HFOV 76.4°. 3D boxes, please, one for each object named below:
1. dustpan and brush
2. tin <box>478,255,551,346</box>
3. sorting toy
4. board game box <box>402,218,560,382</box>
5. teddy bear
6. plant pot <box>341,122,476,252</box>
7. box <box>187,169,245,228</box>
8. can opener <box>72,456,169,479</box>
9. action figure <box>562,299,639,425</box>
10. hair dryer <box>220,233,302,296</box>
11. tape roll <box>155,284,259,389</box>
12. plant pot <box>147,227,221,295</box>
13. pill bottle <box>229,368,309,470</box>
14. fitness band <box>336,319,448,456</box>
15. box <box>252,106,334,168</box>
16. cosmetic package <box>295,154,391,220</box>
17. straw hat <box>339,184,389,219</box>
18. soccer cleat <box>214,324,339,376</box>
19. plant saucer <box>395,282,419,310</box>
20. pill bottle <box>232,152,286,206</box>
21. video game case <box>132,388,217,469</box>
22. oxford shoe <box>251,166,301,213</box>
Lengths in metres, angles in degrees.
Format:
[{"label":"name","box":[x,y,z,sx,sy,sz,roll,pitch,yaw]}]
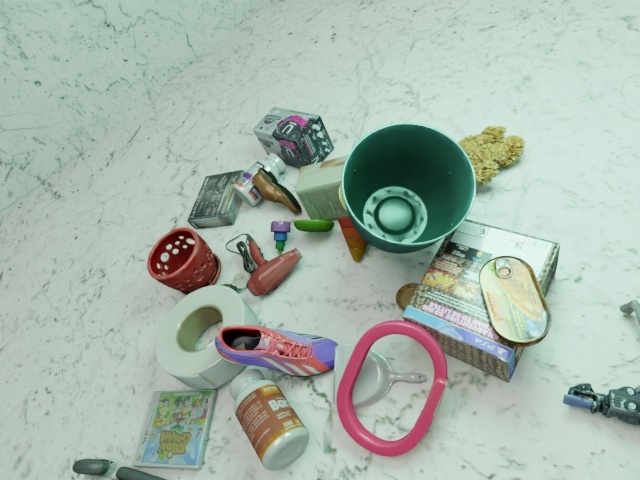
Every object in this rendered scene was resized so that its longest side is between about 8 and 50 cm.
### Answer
[{"label":"dustpan and brush","box":[0.138,0.320,0.959,0.211,0.060,0.147,-9,65,28]},{"label":"tin","box":[0.380,0.117,0.805,0.106,0.040,0.189,-11,53,13]},{"label":"sorting toy","box":[0.000,0.000,1.247,0.366,0.127,0.126,-1,86,29]},{"label":"board game box","box":[0.366,0.123,0.926,0.232,0.141,0.291,21,68,36]},{"label":"teddy bear","box":[0.417,-0.233,1.184,0.338,0.113,0.245,-19,48,13]},{"label":"plant pot","box":[0.196,-0.099,1.001,0.293,0.235,0.293,-1,74,2]},{"label":"box","box":[-0.389,-0.159,1.562,0.183,0.056,0.231,-5,55,22]},{"label":"can opener","box":[-0.516,0.613,1.031,0.283,0.095,0.076,-2,57,26]},{"label":"action figure","box":[0.619,0.234,0.705,0.341,0.178,0.330,0,47,23]},{"label":"hair dryer","box":[-0.194,0.064,1.268,0.294,0.080,0.223,-3,68,22]},{"label":"tape roll","box":[-0.324,0.273,1.170,0.286,0.100,0.286,-12,48,14]},{"label":"plant pot","box":[-0.433,0.081,1.328,0.191,0.174,0.191,-13,51,17]},{"label":"pill bottle","box":[-0.131,0.415,0.970,0.121,0.121,0.216,-42,50,-7]},{"label":"fitness band","box":[0.152,0.315,0.879,0.209,0.054,0.290,26,98,24]},{"label":"box","box":[-0.103,-0.377,1.509,0.247,0.163,0.142,23,67,37]},{"label":"cosmetic package","box":[0.089,-0.173,1.269,0.296,0.153,0.129,-9,45,18]},{"label":"straw hat","box":[0.120,-0.118,1.162,0.145,0.061,0.144,1,74,-3]},{"label":"soccer cleat","box":[-0.103,0.267,1.006,0.318,0.116,0.108,8,61,-1]},{"label":"plant saucer","box":[0.237,0.150,1.054,0.083,0.015,0.083,-13,52,18]},{"label":"pill bottle","box":[-0.220,-0.227,1.494,0.108,0.108,0.193,32,74,39]},{"label":"video game case","box":[-0.391,0.504,1.098,0.212,0.023,0.193,-9,53,20]},{"label":"oxford shoe","box":[-0.151,-0.157,1.406,0.212,0.076,0.076,43,104,12]}]
